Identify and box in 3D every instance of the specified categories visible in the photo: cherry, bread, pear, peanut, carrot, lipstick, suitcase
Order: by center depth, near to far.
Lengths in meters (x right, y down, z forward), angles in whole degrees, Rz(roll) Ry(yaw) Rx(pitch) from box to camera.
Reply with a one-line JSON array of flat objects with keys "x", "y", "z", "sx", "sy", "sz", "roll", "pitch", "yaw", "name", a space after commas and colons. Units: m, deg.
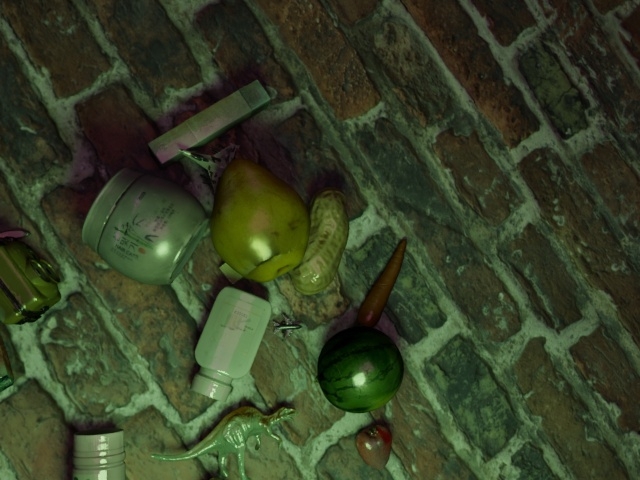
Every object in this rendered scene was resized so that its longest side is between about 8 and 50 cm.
[{"x": -0.769, "y": 0.094, "z": 1.653, "sx": 0.143, "sy": 0.194, "sz": 0.234, "roll": -37, "pitch": 91, "yaw": -6, "name": "suitcase"}, {"x": -0.180, "y": -0.054, "z": 1.753, "sx": 0.285, "sy": 0.284, "sz": 0.336, "roll": -41, "pitch": 63, "yaw": -16, "name": "pear"}, {"x": 0.148, "y": 0.576, "z": 1.847, "sx": 0.106, "sy": 0.087, "sz": 0.126, "roll": 6, "pitch": 98, "yaw": -19, "name": "cherry"}, {"x": -0.213, "y": 0.061, "z": 1.873, "sx": 0.154, "sy": 0.028, "sz": 0.068, "roll": -38, "pitch": 87, "yaw": -17, "name": "bread"}, {"x": 0.000, "y": 0.000, "z": 1.879, "sx": 0.154, "sy": 0.140, "sz": 0.324, "roll": 11, "pitch": 77, "yaw": 6, "name": "peanut"}, {"x": -0.318, "y": -0.334, "z": 1.887, "sx": 0.372, "sy": 0.080, "sz": 0.076, "roll": -34, "pitch": 90, "yaw": -15, "name": "lipstick"}, {"x": 0.186, "y": 0.139, "z": 1.944, "sx": 0.069, "sy": 0.069, "sz": 0.335, "roll": 32, "pitch": 69, "yaw": -7, "name": "carrot"}]

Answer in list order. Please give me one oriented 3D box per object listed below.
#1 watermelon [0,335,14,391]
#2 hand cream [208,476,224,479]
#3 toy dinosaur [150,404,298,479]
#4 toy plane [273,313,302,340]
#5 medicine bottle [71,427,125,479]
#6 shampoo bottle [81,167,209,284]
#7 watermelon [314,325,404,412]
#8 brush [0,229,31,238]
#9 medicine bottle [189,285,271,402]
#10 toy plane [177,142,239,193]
[{"x": -0.907, "y": 0.303, "z": 1.644, "sx": 0.319, "sy": 0.148, "sz": 0.226, "roll": 14, "pitch": 60, "yaw": 3, "name": "watermelon"}, {"x": -0.225, "y": 0.701, "z": 1.718, "sx": 0.084, "sy": 0.084, "sz": 0.203, "roll": -51, "pitch": 123, "yaw": -15, "name": "hand cream"}, {"x": -0.251, "y": 0.551, "z": 1.756, "sx": 0.393, "sy": 0.092, "sz": 0.205, "roll": 0, "pitch": 83, "yaw": -12, "name": "toy dinosaur"}, {"x": -0.094, "y": 0.247, "z": 1.871, "sx": 0.083, "sy": 0.031, "sz": 0.078, "roll": -1, "pitch": 82, "yaw": -13, "name": "toy plane"}, {"x": -0.559, "y": 0.609, "z": 1.654, "sx": 0.134, "sy": 0.133, "sz": 0.249, "roll": 1, "pitch": 82, "yaw": -13, "name": "medicine bottle"}, {"x": -0.454, "y": -0.035, "z": 1.708, "sx": 0.267, "sy": 0.273, "sz": 0.272, "roll": 28, "pitch": 76, "yaw": -3, "name": "shampoo bottle"}, {"x": 0.107, "y": 0.352, "z": 1.792, "sx": 0.243, "sy": 0.242, "sz": 0.242, "roll": 2, "pitch": 81, "yaw": -13, "name": "watermelon"}, {"x": -0.872, "y": -0.011, "z": 1.736, "sx": 0.197, "sy": 0.021, "sz": 0.070, "roll": -5, "pitch": 84, "yaw": -14, "name": "brush"}, {"x": -0.251, "y": 0.283, "z": 1.790, "sx": 0.161, "sy": 0.111, "sz": 0.296, "roll": 21, "pitch": 75, "yaw": -8, "name": "medicine bottle"}, {"x": -0.301, "y": -0.215, "z": 1.870, "sx": 0.234, "sy": 0.082, "sz": 0.159, "roll": 20, "pitch": 86, "yaw": -22, "name": "toy plane"}]
